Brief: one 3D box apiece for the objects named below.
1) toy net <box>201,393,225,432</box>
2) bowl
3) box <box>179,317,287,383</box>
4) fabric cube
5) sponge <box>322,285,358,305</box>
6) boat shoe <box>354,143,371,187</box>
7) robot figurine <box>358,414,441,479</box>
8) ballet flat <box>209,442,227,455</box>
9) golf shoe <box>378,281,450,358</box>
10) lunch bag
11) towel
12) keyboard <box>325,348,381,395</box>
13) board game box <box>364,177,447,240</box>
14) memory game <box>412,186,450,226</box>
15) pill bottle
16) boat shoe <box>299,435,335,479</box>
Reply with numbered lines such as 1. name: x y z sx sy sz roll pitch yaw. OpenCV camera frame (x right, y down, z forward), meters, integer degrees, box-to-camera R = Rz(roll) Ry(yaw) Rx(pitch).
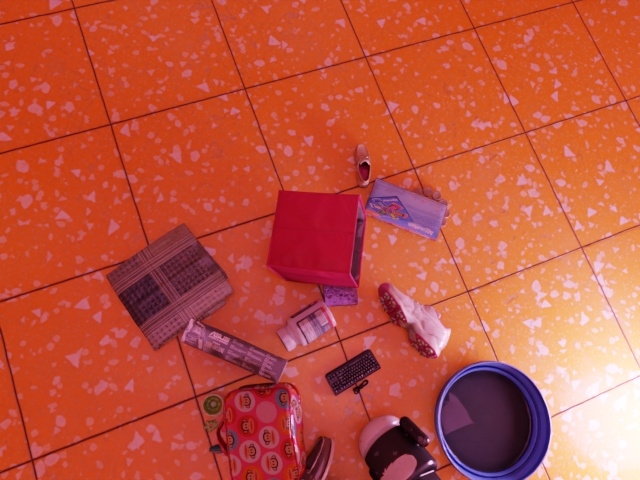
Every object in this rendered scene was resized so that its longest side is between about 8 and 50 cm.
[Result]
1. toy net: -0.255 0.541 1.507 0.233 0.045 0.121 -2 77 -8
2. bowl: 0.564 0.601 1.580 0.392 0.077 0.390 2 76 -7
3. box: -0.259 0.338 1.455 0.308 0.242 0.076 24 75 0
4. fabric cube: 0.000 0.000 1.534 0.259 0.254 0.258 5 76 13
5. sponge: 0.063 0.123 1.656 0.117 0.031 0.209 -3 76 -8
6. boat shoe: 0.161 -0.282 1.752 0.063 0.059 0.169 -4 77 -8
7. robot figurine: 0.239 0.664 1.439 0.209 0.173 0.278 -38 47 -10
8. ballet flat: -0.288 0.649 1.482 0.115 0.041 0.041 -16 79 -10
9. golf shoe: 0.321 0.254 1.628 0.140 0.115 0.306 -38 90 -25
10. lunch bag: -0.183 0.578 1.412 0.259 0.120 0.292 -8 80 11
11. towel: -0.491 0.146 1.578 0.324 0.056 0.312 -36 80 -12
12. keyboard: 0.116 0.452 1.588 0.180 0.023 0.108 -28 82 -12
13. board game box: 0.310 -0.113 1.734 0.282 0.027 0.144 21 74 -1
14. memory game: 0.390 -0.113 1.765 0.187 0.012 0.186 1 76 -6
15. pill bottle: -0.050 0.283 1.563 0.180 0.108 0.107 -31 82 -13
16. boat shoe: -0.060 0.745 1.449 0.097 0.116 0.324 28 80 -3
